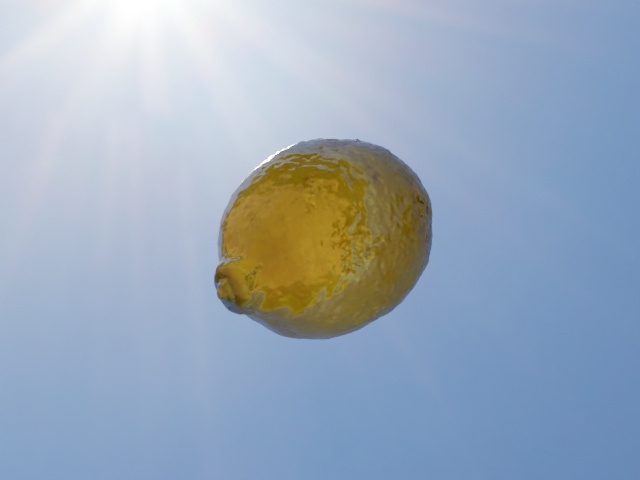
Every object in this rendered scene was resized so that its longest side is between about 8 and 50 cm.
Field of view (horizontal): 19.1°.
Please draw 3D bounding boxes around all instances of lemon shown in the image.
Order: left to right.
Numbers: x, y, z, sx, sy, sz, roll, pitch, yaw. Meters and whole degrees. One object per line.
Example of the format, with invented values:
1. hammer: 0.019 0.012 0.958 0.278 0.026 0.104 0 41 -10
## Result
1. lemon: 0.000 0.000 0.586 0.062 0.083 0.062 28 -48 38
